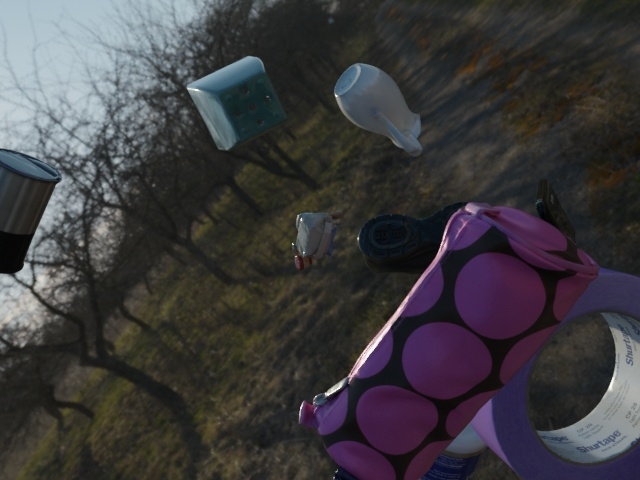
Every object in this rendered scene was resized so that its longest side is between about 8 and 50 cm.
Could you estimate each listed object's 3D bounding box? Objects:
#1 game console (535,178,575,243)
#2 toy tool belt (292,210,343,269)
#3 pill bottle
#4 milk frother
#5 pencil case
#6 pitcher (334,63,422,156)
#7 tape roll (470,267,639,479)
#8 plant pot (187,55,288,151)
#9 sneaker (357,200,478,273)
[{"bbox_3d":[0.230,0.005,0.617,0.071,0.107,0.122,-27,6,27],"label":"game console"},{"bbox_3d":[0.000,0.000,0.690,0.051,0.052,0.083,-13,-41,-24],"label":"toy tool belt"},{"bbox_3d":[0.235,0.426,1.157,0.153,0.153,0.264,-65,-13,-54],"label":"pill bottle"},{"bbox_3d":[-0.395,-0.031,0.682,0.134,0.129,0.143,-62,28,12],"label":"milk frother"},{"bbox_3d":[0.075,0.069,0.380,0.209,0.098,0.095,-58,3,20],"label":"pencil case"},{"bbox_3d":[0.136,-0.276,1.260,0.125,0.207,0.177,-44,33,21],"label":"pitcher"},{"bbox_3d":[0.314,0.167,0.714,0.275,0.275,0.090,-50,14,-2],"label":"tape roll"},{"bbox_3d":[-0.166,-0.291,1.244,0.165,0.165,0.234,-29,20,-9],"label":"plant pot"},{"bbox_3d":[0.212,0.006,1.069,0.130,0.286,0.109,82,-173,-62],"label":"sneaker"}]
